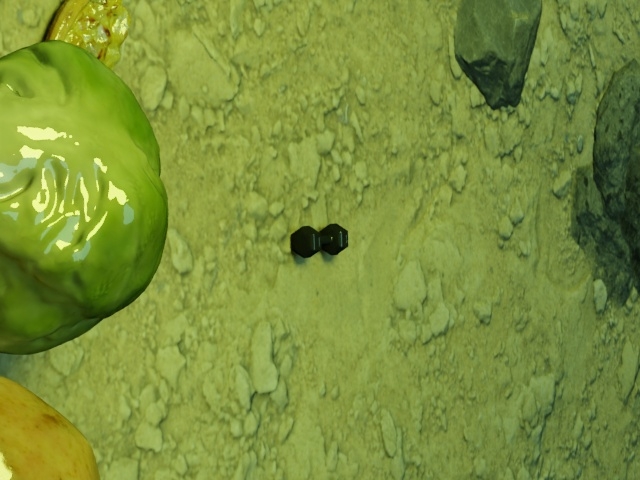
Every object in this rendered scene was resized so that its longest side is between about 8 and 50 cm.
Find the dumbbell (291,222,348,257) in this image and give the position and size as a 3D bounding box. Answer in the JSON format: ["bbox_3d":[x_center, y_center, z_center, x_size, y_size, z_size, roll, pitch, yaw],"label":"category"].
[{"bbox_3d":[0.000,0.000,2.219,0.083,0.040,0.036,-5,64,-55],"label":"dumbbell"}]

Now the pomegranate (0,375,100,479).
[{"bbox_3d":[-0.328,0.262,1.538,0.342,0.342,0.342,-1,91,-55],"label":"pomegranate"}]

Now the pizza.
[{"bbox_3d":[-0.236,-0.217,1.885,0.160,0.036,0.099,-58,134,-36],"label":"pizza"}]

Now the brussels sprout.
[{"bbox_3d":[-0.275,-0.034,1.657,0.316,0.242,0.274,-27,106,-47],"label":"brussels sprout"}]
